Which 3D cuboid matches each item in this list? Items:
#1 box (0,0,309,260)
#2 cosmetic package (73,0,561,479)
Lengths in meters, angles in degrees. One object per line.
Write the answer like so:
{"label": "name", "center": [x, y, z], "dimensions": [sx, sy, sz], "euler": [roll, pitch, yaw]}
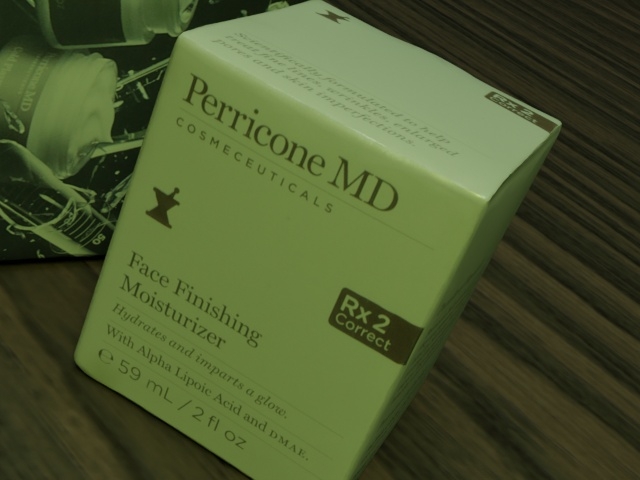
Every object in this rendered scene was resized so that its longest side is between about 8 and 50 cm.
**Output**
{"label": "box", "center": [-0.166, -0.174, 0.519], "dimensions": [0.312, 0.343, 0.179], "euler": [-4, 36, -40]}
{"label": "cosmetic package", "center": [0.000, 0.000, 0.507], "dimensions": [0.151, 0.183, 0.151], "euler": [29, 28, 12]}
